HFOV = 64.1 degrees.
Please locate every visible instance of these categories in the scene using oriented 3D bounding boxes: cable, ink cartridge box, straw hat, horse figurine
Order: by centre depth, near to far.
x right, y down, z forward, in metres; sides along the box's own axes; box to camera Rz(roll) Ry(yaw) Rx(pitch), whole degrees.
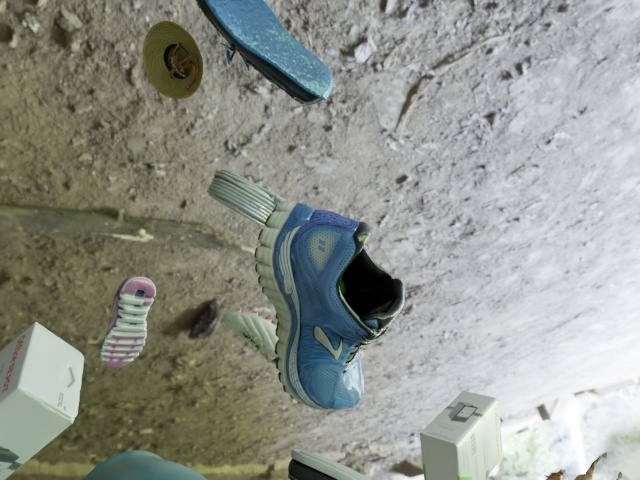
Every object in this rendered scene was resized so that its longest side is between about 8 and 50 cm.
[{"bbox_3d":[-0.257,-0.334,0.956,0.144,0.144,0.061,-38,178,35],"label":"straw hat"},{"bbox_3d":[-0.626,0.341,0.980,0.307,0.223,0.129,-40,121,-1],"label":"ink cartridge box"},{"bbox_3d":[0.725,0.669,1.301,0.175,0.263,0.066,-27,128,-2],"label":"horse figurine"},{"bbox_3d":[-0.186,-0.101,1.409,0.257,0.089,0.257,28,177,0],"label":"cable"},{"bbox_3d":[0.402,0.579,1.441,0.115,0.198,0.273,2,-167,41],"label":"ink cartridge box"}]

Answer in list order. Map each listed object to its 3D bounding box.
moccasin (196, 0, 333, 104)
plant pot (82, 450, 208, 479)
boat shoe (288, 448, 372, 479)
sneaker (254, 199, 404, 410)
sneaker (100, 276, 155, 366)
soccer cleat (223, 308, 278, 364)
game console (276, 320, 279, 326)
[{"bbox_3d":[-0.131,-0.401,1.090,0.342,0.137,0.117,42,155,-21],"label":"moccasin"},{"bbox_3d":[-0.278,0.477,0.820,0.272,0.271,0.255,14,178,-36],"label":"plant pot"},{"bbox_3d":[0.083,0.365,0.641,0.303,0.091,0.114,27,166,4],"label":"boat shoe"},{"bbox_3d":[0.026,0.105,0.630,0.147,0.129,0.329,7,132,22],"label":"sneaker"},{"bbox_3d":[-0.482,0.193,1.268,0.095,0.236,0.105,17,-178,-37],"label":"sneaker"},{"bbox_3d":[-0.102,0.193,0.978,0.196,0.076,0.068,21,148,7],"label":"soccer cleat"},{"bbox_3d":[-0.011,0.164,1.397,0.213,0.361,0.044,32,129,-26],"label":"game console"}]
